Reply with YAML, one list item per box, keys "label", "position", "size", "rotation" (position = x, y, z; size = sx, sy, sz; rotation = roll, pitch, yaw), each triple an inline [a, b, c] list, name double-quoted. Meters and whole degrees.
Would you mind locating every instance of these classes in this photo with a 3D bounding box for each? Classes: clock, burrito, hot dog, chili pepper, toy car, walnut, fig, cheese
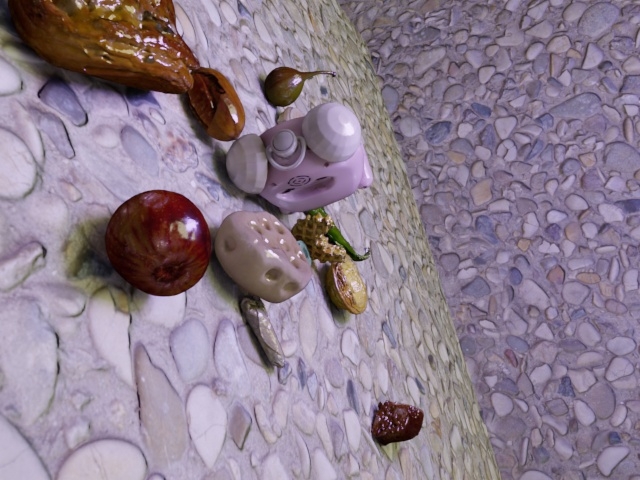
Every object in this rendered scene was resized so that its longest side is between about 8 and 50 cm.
- label: "clock"
  position: [-0.042, -0.201, 1.347]
  size: [0.184, 0.341, 0.326]
  rotation: [70, 12, 18]
- label: "burrito"
  position: [-0.121, 0.201, 1.159]
  size: [0.188, 0.044, 0.058]
  rotation: [67, 22, -7]
- label: "hot dog"
  position: [-0.355, -0.391, 0.964]
  size: [0.267, 0.174, 0.387]
  rotation: [67, 22, 1]
- label: "chili pepper"
  position: [0.044, -0.039, 1.745]
  size: [0.359, 0.076, 0.085]
  rotation: [47, 48, -36]
- label: "toy car"
  position: [-0.071, 0.046, 1.409]
  size: [0.186, 0.058, 0.094]
  rotation: [-10, 82, -69]
- label: "walnut"
  position: [-0.250, -0.327, 1.245]
  size: [0.207, 0.115, 0.115]
  rotation: [64, 21, 4]
- label: "fig"
  position: [-0.066, -0.509, 1.692]
  size: [0.124, 0.236, 0.125]
  rotation: [-12, 90, -75]
- label: "fig"
  position: [-0.271, -0.020, 0.873]
  size: [0.175, 0.175, 0.207]
  rotation: [38, 22, -53]
- label: "cheese"
  position: [-0.127, 0.029, 1.169]
  size: [0.235, 0.117, 0.218]
  rotation: [43, 18, -17]

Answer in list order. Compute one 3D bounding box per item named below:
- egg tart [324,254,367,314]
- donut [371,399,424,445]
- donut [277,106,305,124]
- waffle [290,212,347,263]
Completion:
- label: "egg tart"
  position: [0.075, 0.138, 1.634]
  size: [0.213, 0.090, 0.213]
  rotation: [51, 29, -43]
- label: "donut"
  position: [0.241, 0.560, 1.611]
  size: [0.187, 0.126, 0.144]
  rotation: [50, 35, -40]
- label: "donut"
  position: [-0.084, -0.381, 1.759]
  size: [0.166, 0.065, 0.108]
  rotation: [42, 38, -46]
- label: "waffle"
  position: [-0.001, 0.002, 1.501]
  size: [0.194, 0.148, 0.051]
  rotation: [54, 42, -35]
